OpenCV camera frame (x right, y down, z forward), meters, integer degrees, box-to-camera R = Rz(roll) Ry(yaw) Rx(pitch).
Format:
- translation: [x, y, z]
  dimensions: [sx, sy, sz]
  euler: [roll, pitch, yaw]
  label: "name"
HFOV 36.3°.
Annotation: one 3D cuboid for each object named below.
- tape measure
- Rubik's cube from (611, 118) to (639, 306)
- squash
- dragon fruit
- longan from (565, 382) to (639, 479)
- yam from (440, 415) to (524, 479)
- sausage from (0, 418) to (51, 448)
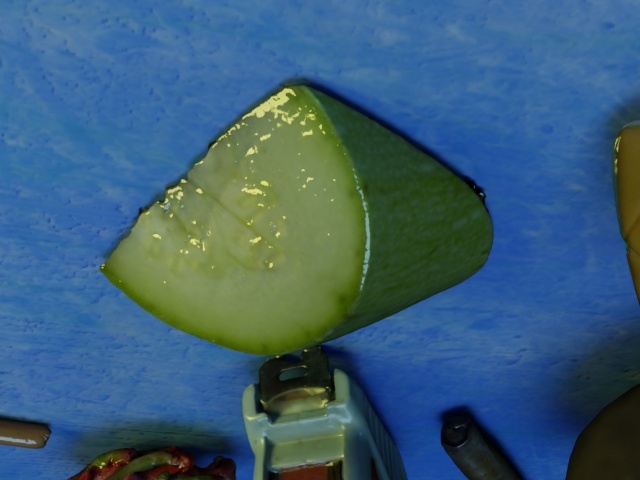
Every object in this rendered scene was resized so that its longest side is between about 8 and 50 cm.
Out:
- translation: [0.008, 0.256, 0.888]
  dimensions: [0.125, 0.246, 0.243]
  euler: [-11, 148, 13]
  label: "tape measure"
- translation: [0.303, -0.009, 0.651]
  dimensions: [0.255, 0.254, 0.254]
  euler: [-3, 142, -2]
  label: "Rubik's cube"
- translation: [0.000, 0.000, 0.723]
  dimensions: [0.204, 0.155, 0.237]
  euler: [49, 128, -4]
  label: "squash"
- translation: [-0.162, 0.277, 0.955]
  dimensions: [0.172, 0.160, 0.166]
  euler: [-16, 117, 15]
  label: "dragon fruit"
- translation: [0.408, 0.262, 0.848]
  dimensions: [0.405, 0.404, 0.336]
  euler: [2, 106, -9]
  label: "longan"
- translation: [0.184, 0.250, 1.040]
  dimensions: [0.046, 0.046, 0.264]
  euler: [-19, 139, 18]
  label: "yam"
- translation: [-0.309, 0.175, 0.907]
  dimensions: [0.116, 0.026, 0.026]
  euler: [15, 138, -24]
  label: "sausage"
